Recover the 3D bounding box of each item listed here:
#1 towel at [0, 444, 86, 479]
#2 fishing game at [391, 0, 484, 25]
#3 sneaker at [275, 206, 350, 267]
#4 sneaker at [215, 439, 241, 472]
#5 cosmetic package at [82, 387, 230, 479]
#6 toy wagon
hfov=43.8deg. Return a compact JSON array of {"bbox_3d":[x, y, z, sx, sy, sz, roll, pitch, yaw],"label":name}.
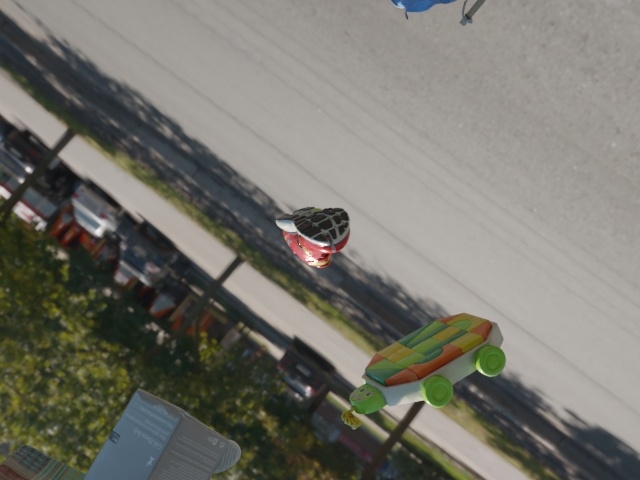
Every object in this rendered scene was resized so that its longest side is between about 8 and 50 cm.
[{"bbox_3d":[-0.354,0.449,1.258,0.370,0.040,0.271,27,-177,-3],"label":"towel"},{"bbox_3d":[0.159,-0.352,0.972,0.041,0.189,0.264,29,-163,-38],"label":"fishing game"},{"bbox_3d":[0.000,0.000,1.617,0.118,0.107,0.279,70,165,-13],"label":"sneaker"},{"bbox_3d":[-0.182,0.326,1.212,0.070,0.134,0.051,-77,-37,-78],"label":"sneaker"},{"bbox_3d":[-0.236,0.329,1.026,0.127,0.238,0.107,10,153,46],"label":"cosmetic package"},{"bbox_3d":[0.186,0.249,1.541,0.068,0.344,0.267,66,165,-10],"label":"toy wagon"}]
